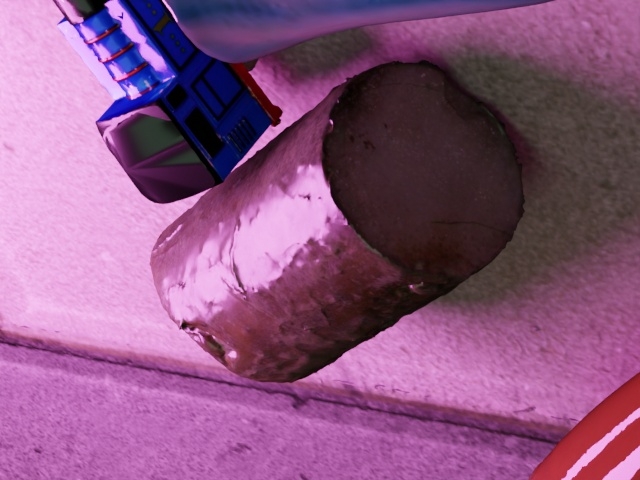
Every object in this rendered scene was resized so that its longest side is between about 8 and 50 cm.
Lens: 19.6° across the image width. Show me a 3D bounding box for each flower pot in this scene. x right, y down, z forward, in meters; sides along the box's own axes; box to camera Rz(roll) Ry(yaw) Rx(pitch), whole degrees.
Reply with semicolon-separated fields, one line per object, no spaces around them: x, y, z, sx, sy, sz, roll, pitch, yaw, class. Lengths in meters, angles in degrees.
0.265;0.168;1.325;0.191;0.190;0.173;32;129;7;flower pot

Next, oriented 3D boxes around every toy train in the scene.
-0.120;-0.139;1.325;0.083;0.131;0.204;-14;120;46;toy train

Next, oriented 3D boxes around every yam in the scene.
0.000;0.000;1.358;0.168;0.168;0.304;44;140;-9;yam

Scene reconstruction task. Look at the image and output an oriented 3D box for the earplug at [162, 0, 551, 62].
0.074;-0.203;1.081;0.324;0.185;0.185;0;130;32;earplug
